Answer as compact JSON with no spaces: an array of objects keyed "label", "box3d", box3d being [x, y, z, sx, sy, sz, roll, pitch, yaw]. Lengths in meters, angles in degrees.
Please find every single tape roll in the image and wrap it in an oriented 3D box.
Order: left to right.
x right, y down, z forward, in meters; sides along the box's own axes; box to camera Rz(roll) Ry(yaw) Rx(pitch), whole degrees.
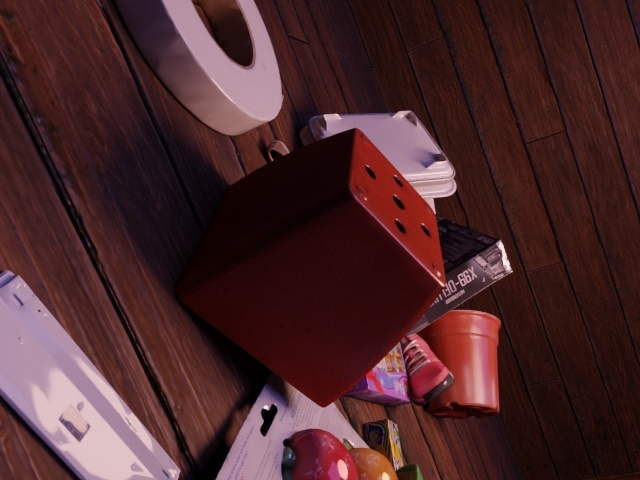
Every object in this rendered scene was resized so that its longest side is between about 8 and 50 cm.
[{"label":"tape roll","box3d":[-0.189,-0.367,0.819,0.392,0.072,0.392,54,25,-41]}]

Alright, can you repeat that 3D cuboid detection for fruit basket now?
[{"label":"fruit basket","box3d":[0.016,0.347,0.642,0.353,0.165,0.327,47,16,-5]}]

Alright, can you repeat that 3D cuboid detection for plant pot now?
[{"label":"plant pot","box3d":[0.016,0.011,0.674,0.267,0.235,0.267,43,30,-21]},{"label":"plant pot","box3d":[0.418,0.384,1.496,0.272,0.272,0.265,46,40,-50]}]

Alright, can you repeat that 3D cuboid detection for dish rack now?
[{"label":"dish rack","box3d":[0.141,-0.213,1.159,0.072,0.332,0.286,106,-31,-48]}]

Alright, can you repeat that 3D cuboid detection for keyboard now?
[{"label":"keyboard","box3d":[-0.200,0.144,0.413,0.256,0.014,0.072,62,26,-22]}]

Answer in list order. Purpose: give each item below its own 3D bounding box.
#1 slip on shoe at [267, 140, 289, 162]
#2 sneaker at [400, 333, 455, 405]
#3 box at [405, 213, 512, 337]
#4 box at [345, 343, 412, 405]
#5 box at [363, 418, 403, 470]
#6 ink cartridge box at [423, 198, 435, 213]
[{"label":"slip on shoe","box3d":[-0.060,-0.131,0.970,0.135,0.051,0.041,61,16,-18]},{"label":"sneaker","box3d":[0.231,0.303,1.240,0.136,0.116,0.314,53,1,-3]},{"label":"box","box3d":[0.198,0.049,1.037,0.077,0.242,0.307,62,-9,-22]},{"label":"box","box3d":[0.114,0.244,1.079,0.293,0.057,0.201,40,36,-56]},{"label":"box","box3d":[0.125,0.434,0.941,0.059,0.054,0.169,47,30,-50]},{"label":"ink cartridge box","box3d":[0.199,-0.054,1.304,0.273,0.198,0.115,66,14,-47]}]
